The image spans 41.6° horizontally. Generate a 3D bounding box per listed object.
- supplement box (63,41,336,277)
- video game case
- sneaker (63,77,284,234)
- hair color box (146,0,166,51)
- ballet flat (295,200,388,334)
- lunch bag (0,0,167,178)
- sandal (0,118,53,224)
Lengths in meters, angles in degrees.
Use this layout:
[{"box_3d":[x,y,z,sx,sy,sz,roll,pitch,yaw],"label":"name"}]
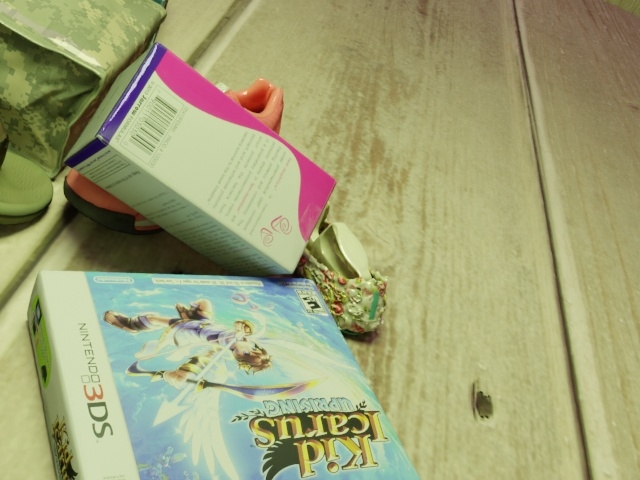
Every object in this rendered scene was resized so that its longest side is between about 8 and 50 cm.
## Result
[{"box_3d":[-0.111,-0.065,0.805,0.220,0.114,0.111,36,66,-23],"label":"supplement box"},{"box_3d":[-0.084,0.128,0.693,0.269,0.061,0.244,3,39,-31],"label":"video game case"},{"box_3d":[-0.150,-0.112,0.921,0.116,0.136,0.314,36,35,18],"label":"sneaker"},{"box_3d":[-0.387,-0.385,1.184,0.347,0.105,0.174,17,34,-13],"label":"hair color box"},{"box_3d":[0.000,0.000,0.917,0.091,0.077,0.241,-9,45,-40],"label":"ballet flat"},{"box_3d":[-0.350,-0.236,0.918,0.287,0.169,0.235,31,31,-12],"label":"lunch bag"},{"box_3d":[-0.335,-0.103,0.735,0.120,0.086,0.303,49,4,32],"label":"sandal"}]
